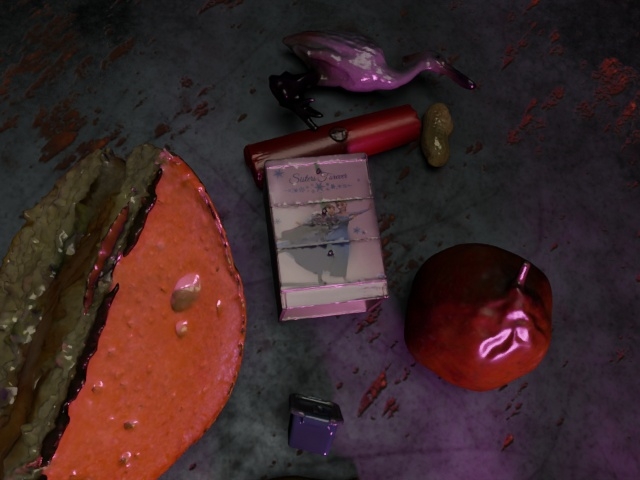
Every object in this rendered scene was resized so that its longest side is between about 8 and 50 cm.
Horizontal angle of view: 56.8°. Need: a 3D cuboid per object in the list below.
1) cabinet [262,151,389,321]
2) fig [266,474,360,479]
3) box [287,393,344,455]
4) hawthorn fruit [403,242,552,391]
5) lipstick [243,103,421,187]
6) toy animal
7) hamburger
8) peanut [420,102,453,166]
[{"bbox_3d":[0.000,0.000,0.856,0.145,0.150,0.206,-6,75,-9],"label":"cabinet"},{"bbox_3d":[-0.036,0.356,0.782,0.127,0.133,0.185,26,33,17],"label":"fig"},{"bbox_3d":[-0.012,0.252,0.813,0.074,0.099,0.054,12,88,-2],"label":"box"},{"bbox_3d":[0.222,0.091,0.806,0.208,0.248,0.208,2,67,-5],"label":"hawthorn fruit"},{"bbox_3d":[0.020,-0.153,0.944,0.280,0.073,0.073,-18,77,-10],"label":"lipstick"},{"bbox_3d":[0.066,-0.281,0.969,0.324,0.090,0.195,-13,62,-14],"label":"toy animal"},{"bbox_3d":[-0.249,0.130,0.739,0.268,0.287,0.445,4,71,37],"label":"hamburger"},{"bbox_3d":[0.193,-0.175,0.982,0.054,0.054,0.113,7,76,-5],"label":"peanut"}]
